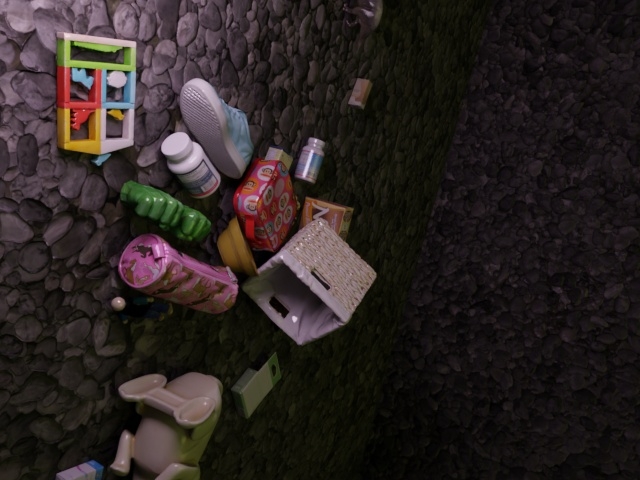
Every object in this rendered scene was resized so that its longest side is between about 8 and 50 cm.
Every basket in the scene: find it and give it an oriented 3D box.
[{"bbox_3d":[-0.039,0.144,1.978,0.266,0.328,0.331,-50,-172,-38],"label":"basket"}]

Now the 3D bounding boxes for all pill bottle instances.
[{"bbox_3d":[-0.037,-0.298,2.092,0.087,0.087,0.160,19,89,-62],"label":"pill bottle"},{"bbox_3d":[-0.361,-0.210,1.554,0.108,0.108,0.180,-59,149,-22],"label":"pill bottle"}]

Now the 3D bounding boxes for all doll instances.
[{"bbox_3d":[-0.505,0.192,1.562,0.129,0.046,0.189,-35,153,16],"label":"doll"}]

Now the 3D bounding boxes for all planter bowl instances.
[{"bbox_3d":[-0.278,0.031,1.813,0.090,0.217,0.217,-19,136,-4],"label":"planter bowl"}]

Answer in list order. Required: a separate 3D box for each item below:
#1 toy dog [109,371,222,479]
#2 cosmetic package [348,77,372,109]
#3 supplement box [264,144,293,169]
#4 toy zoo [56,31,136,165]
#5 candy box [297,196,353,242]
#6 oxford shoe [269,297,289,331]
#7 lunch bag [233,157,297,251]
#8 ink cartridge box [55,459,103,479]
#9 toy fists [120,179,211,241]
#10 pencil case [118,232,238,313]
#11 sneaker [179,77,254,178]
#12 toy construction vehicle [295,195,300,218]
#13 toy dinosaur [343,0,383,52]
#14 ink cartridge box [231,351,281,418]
[{"bbox_3d":[-0.470,0.631,1.738,0.395,0.284,0.408,-31,136,-75],"label":"toy dog"},{"bbox_3d":[0.164,-0.601,2.295,0.041,0.060,0.115,25,83,-61],"label":"cosmetic package"},{"bbox_3d":[-0.147,-0.273,1.944,0.083,0.056,0.083,32,78,-61],"label":"supplement box"},{"bbox_3d":[-0.516,-0.319,1.299,0.192,0.030,0.293,-19,122,-56],"label":"toy zoo"},{"bbox_3d":[0.000,0.000,2.228,0.087,0.183,0.316,0,107,-62],"label":"candy box"},{"bbox_3d":[-0.160,0.254,2.194,0.098,0.097,0.271,-42,140,-33],"label":"oxford shoe"},{"bbox_3d":[-0.183,-0.100,1.867,0.293,0.120,0.258,76,31,-52],"label":"lunch bag"},{"bbox_3d":[-0.682,0.683,1.570,0.122,0.052,0.088,3,103,-62],"label":"ink cartridge box"},{"bbox_3d":[-0.408,-0.069,1.517,0.279,0.142,0.096,38,73,-60],"label":"toy fists"},{"bbox_3d":[-0.396,0.105,1.615,0.167,0.160,0.386,-57,149,0],"label":"pencil case"},{"bbox_3d":[-0.285,-0.344,1.606,0.366,0.135,0.150,76,34,-58],"label":"sneaker"},{"bbox_3d":[-0.105,-0.113,2.134,0.098,0.035,0.086,-63,150,-15],"label":"toy construction vehicle"},{"bbox_3d":[0.171,-0.855,2.056,0.121,0.160,0.313,-2,107,-60],"label":"toy dinosaur"},{"bbox_3d":[-0.255,0.574,2.251,0.235,0.056,0.171,-49,145,-41],"label":"ink cartridge box"}]
